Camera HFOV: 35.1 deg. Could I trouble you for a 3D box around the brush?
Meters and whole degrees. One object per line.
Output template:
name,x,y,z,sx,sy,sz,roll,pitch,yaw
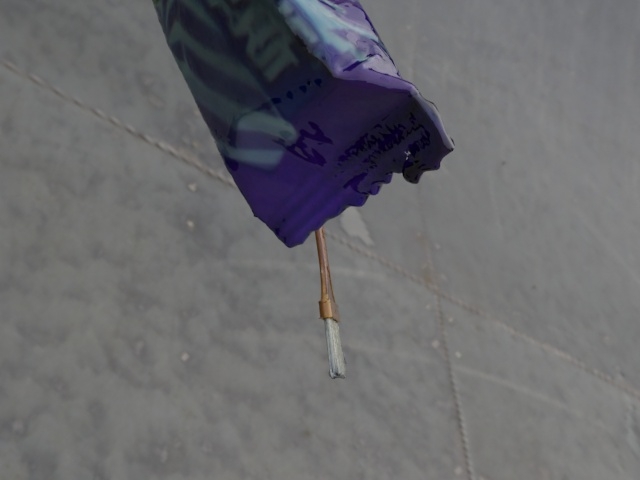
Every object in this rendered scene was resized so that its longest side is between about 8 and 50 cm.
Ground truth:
brush,0.000,0.000,1.145,0.090,0.017,0.314,48,34,-79

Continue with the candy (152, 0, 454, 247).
candy,-0.035,-0.130,0.526,0.070,0.145,0.275,-17,76,-42
